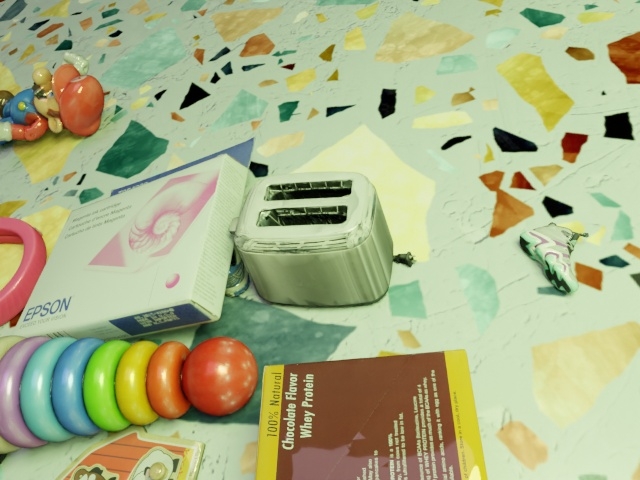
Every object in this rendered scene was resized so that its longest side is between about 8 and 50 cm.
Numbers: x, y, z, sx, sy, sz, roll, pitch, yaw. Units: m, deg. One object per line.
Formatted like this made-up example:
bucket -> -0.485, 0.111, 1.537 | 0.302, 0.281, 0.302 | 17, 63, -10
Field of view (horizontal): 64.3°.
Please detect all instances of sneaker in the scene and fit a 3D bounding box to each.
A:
sneaker -> 0.294, 0.013, 0.608 | 0.069, 0.038, 0.098 | -25, 50, -1
sneaker -> -0.134, 0.012, 0.737 | 0.052, 0.058, 0.135 | -22, 49, 0

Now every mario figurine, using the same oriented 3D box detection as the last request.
mario figurine -> -0.593, -0.298, 1.052 | 0.320, 0.170, 0.198 | -5, 86, 24

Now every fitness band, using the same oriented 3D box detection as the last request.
fitness band -> -0.589, 0.056, 0.857 | 0.290, 0.054, 0.209 | -2, 53, 18

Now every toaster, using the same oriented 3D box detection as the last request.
toaster -> 0.000, 0.000, 0.645 | 0.226, 0.146, 0.129 | 0, 54, 18

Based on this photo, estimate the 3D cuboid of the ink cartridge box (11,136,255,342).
ink cartridge box -> -0.266, -0.012, 0.753 | 0.324, 0.071, 0.330 | -15, 50, 24

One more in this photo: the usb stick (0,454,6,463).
usb stick -> -0.525, 0.242, 0.696 | 0.277, 0.045, 0.077 | 10, 58, 25

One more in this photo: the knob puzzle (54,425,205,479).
knob puzzle -> -0.241, 0.301, 0.567 | 0.213, 0.030, 0.213 | -9, 52, 12

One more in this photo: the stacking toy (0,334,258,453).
stacking toy -> -0.237, 0.168, 0.614 | 0.330, 0.141, 0.141 | -8, 51, 5

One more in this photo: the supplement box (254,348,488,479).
supplement box -> 0.051, 0.221, 0.468 | 0.194, 0.129, 0.191 | -8, 52, 12
